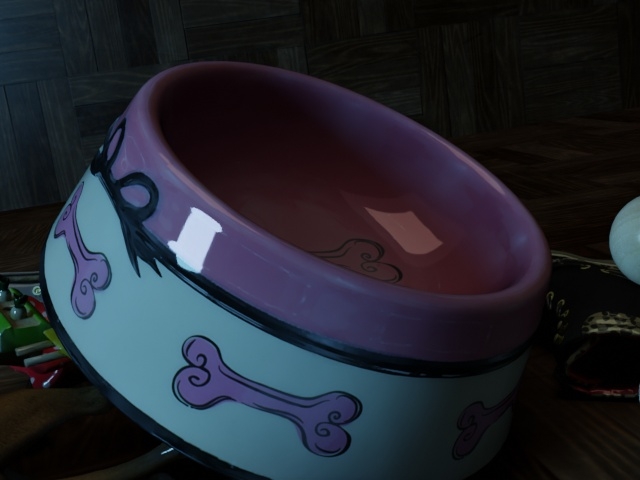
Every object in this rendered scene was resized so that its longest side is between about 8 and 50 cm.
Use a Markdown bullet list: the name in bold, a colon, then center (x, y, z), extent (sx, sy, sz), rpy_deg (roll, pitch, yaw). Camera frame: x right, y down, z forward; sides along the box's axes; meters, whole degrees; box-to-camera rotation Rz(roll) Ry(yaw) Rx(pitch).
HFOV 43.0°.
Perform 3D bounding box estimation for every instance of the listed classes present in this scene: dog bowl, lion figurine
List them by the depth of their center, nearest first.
- **lion figurine**: center (-0.288, 0.145, 0.620), extent (0.240, 0.142, 0.392), rpy_deg (-1, -3, -45)
- **dog bowl**: center (0.000, 0.000, 0.649), extent (0.407, 0.150, 0.408), rpy_deg (19, 28, -10)

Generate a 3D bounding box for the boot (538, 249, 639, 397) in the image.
- **boot**: center (0.226, 0.074, 0.774), extent (0.236, 0.085, 0.178), rpy_deg (-1, 17, 26)

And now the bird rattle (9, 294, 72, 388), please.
- **bird rattle**: center (-0.224, 0.084, 0.925), extent (0.206, 0.143, 0.253), rpy_deg (14, 23, 17)

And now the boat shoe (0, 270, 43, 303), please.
- **boat shoe**: center (-0.340, 0.068, 1.095), extent (0.324, 0.097, 0.116), rpy_deg (-10, 13, -10)

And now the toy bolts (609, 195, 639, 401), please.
- **toy bolts**: center (0.248, 0.075, 0.475), extent (0.158, 0.229, 0.218), rpy_deg (3, 25, 37)

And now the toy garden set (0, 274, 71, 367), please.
- **toy garden set**: center (-0.264, 0.065, 0.627), extent (0.244, 0.049, 0.203), rpy_deg (-7, 16, -32)
